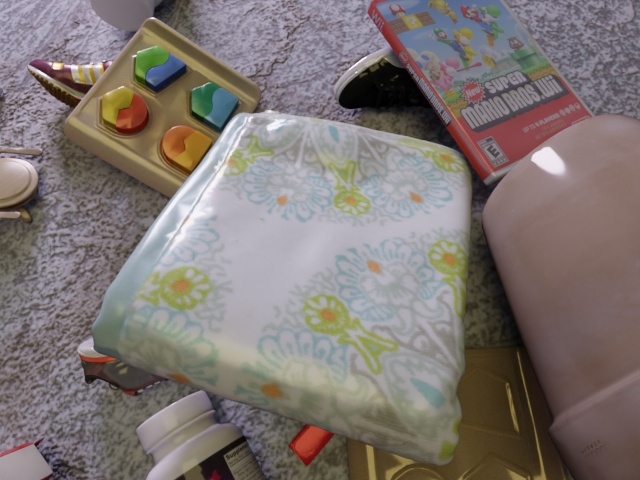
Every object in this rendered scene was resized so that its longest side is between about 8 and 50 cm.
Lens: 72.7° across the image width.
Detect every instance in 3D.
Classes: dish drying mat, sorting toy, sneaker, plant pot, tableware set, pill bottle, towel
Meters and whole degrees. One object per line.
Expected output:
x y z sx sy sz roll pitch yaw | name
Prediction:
0.001 0.219 0.508 0.032 0.008 0.083 41 78 13 | dish drying mat
-0.209 -0.180 0.600 0.192 0.038 0.208 31 77 -11 | sorting toy
-0.331 -0.231 0.641 0.185 0.069 0.084 26 76 1 | sneaker
0.313 0.039 0.421 0.322 0.323 0.281 -23 56 -5 | plant pot
-0.493 -0.075 0.599 0.194 0.039 0.128 3 58 -13 | tableware set
-0.111 0.262 0.448 0.108 0.108 0.194 -32 73 -7 | pill bottle
-0.297 -0.442 0.679 0.117 0.118 0.209 -2 72 2 | pill bottle
0.137 -0.205 0.601 0.216 0.079 0.121 -22 71 -6 | sneaker
0.000 0.000 0.474 0.320 0.090 0.375 14 51 7 | towel
-0.210 0.154 0.525 0.157 0.061 0.065 5 99 5 | sneaker
0.141 0.187 0.500 0.228 0.041 0.308 -4 68 1 | sorting toy

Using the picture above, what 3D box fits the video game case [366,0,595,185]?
0.214 -0.226 0.571 0.204 0.025 0.285 -25 77 -21 | video game case

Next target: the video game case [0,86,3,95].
-0.620 -0.192 0.664 0.201 0.023 0.184 21 75 10 | video game case

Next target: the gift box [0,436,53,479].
-0.336 0.334 0.369 0.276 0.255 0.258 -40 82 -11 | gift box
